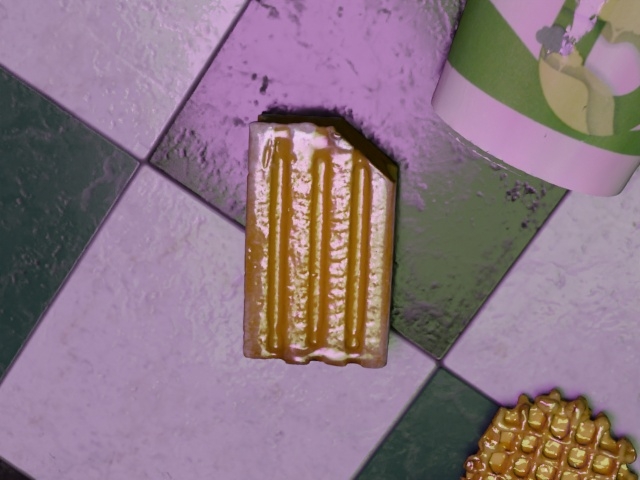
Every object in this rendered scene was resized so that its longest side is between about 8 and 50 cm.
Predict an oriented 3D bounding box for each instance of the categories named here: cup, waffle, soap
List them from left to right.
[{"bbox_3d":[0.000,0.000,1.241,0.140,0.073,0.232,3,103,4],"label":"soap"},{"bbox_3d":[0.226,0.239,1.291,0.191,0.038,0.191,1,103,6],"label":"waffle"},{"bbox_3d":[0.230,-0.198,1.098,0.253,0.253,0.274,26,112,0],"label":"cup"}]
